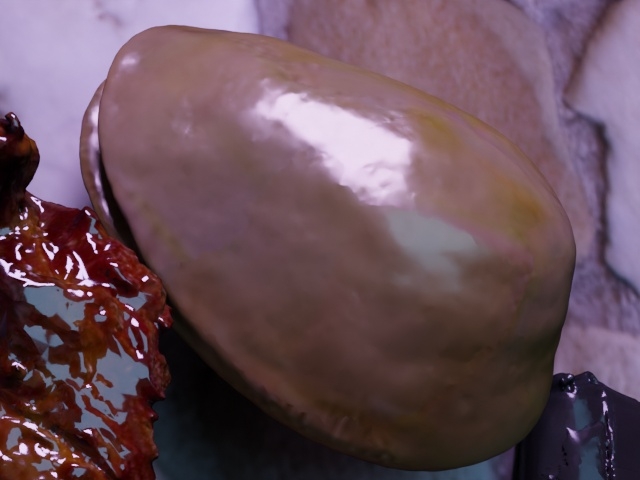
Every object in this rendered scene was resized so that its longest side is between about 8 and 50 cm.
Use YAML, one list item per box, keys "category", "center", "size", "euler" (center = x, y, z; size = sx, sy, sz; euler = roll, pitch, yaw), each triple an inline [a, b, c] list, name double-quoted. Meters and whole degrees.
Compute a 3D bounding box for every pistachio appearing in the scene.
- category: "pistachio"
  center: [0.000, 0.000, 0.719]
  size: [0.261, 0.163, 0.212]
  euler: [23, 41, -7]

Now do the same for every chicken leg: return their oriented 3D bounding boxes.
- category: "chicken leg"
  center: [-0.084, 0.113, 0.628]
  size: [0.158, 0.096, 0.407]
  euler: [-43, 83, -8]

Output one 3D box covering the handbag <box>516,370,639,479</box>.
- category: "handbag"
  center: [0.207, 0.205, 0.793]
  size: [0.223, 0.080, 0.246]
  euler: [20, 57, -23]
